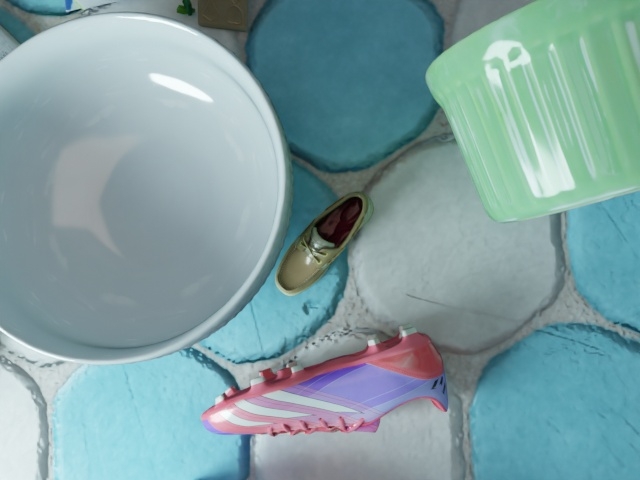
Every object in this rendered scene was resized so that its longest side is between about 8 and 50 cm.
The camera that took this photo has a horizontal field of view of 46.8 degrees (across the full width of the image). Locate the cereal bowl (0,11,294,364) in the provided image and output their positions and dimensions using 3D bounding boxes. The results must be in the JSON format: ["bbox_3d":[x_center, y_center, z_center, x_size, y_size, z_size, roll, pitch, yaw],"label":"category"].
[{"bbox_3d":[-0.188,-0.046,0.745,0.339,0.141,0.339,-1,84,6],"label":"cereal bowl"}]

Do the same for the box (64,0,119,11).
[{"bbox_3d":[-0.214,-0.328,0.828,0.178,0.042,0.109,-9,83,5],"label":"box"}]

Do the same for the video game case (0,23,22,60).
[{"bbox_3d":[-0.463,-0.192,0.854,0.193,0.023,0.212,42,91,9],"label":"video game case"}]

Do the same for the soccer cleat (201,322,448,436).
[{"bbox_3d":[0.004,0.160,0.733,0.248,0.083,0.095,-20,87,2],"label":"soccer cleat"}]

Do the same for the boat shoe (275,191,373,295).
[{"bbox_3d":[0.000,0.000,0.764,0.050,0.045,0.135,40,90,9],"label":"boat shoe"}]

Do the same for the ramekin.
[{"bbox_3d":[0.255,-0.120,0.625,0.303,0.303,0.148,-17,89,5],"label":"ramekin"}]

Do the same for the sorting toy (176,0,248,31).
[{"bbox_3d":[-0.119,-0.263,0.810,0.083,0.012,0.062,9,125,8],"label":"sorting toy"}]
